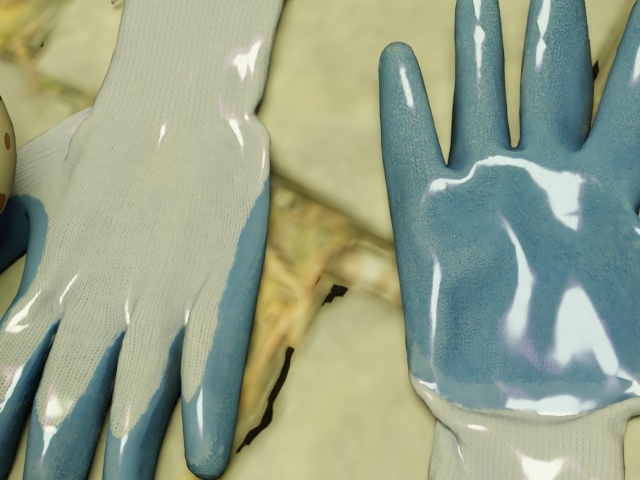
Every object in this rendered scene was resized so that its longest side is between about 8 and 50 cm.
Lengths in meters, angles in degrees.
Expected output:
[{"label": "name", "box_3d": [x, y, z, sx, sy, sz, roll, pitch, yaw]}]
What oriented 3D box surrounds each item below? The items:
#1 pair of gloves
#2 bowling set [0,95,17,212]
[{"label": "pair of gloves", "box_3d": [0.000, 0.000, 0.330, 0.198, 0.023, 0.159, 7, 68, 10]}, {"label": "bowling set", "box_3d": [-0.117, 0.024, 0.233, 0.200, 0.287, 0.154, -30, 55, -30]}]
